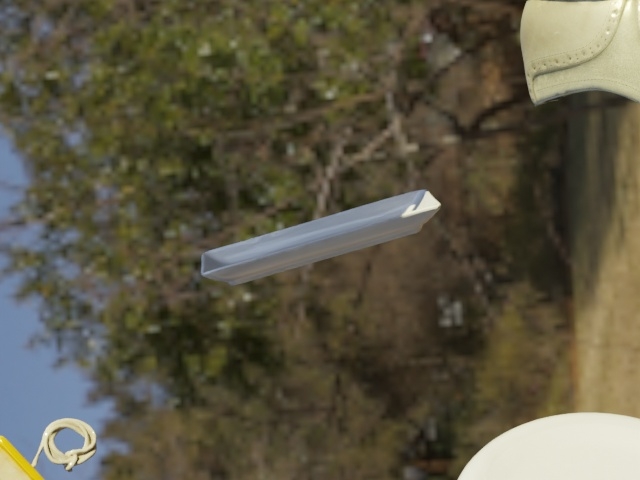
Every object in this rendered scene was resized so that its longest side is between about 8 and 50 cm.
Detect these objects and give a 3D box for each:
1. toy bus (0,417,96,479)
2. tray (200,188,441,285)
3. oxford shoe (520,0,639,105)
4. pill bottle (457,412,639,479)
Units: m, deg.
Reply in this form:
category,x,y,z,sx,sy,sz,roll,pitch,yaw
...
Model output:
category,x,y,z,sx,sy,sz,roll,pitch,yaw
toy bus,-0.289,0.237,1.381,0.104,0.202,0.191,126,148,-55
tray,0.000,0.000,1.947,0.145,0.270,0.030,-111,5,-82
oxford shoe,0.339,-0.151,1.351,0.140,0.397,0.146,-16,-69,-53
pill bottle,0.202,0.326,1.314,0.210,0.210,0.363,-81,-11,-54
